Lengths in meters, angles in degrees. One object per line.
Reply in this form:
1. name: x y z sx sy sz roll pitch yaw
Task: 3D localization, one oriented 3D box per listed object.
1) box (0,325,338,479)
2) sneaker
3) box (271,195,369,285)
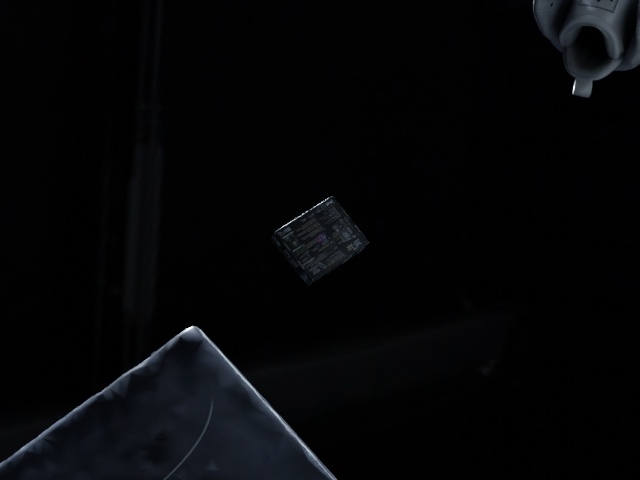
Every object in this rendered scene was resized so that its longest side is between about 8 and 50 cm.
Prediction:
1. box: -0.118 0.407 0.955 0.471 0.480 0.297 -35 -29 -19
2. sneaker: 0.323 -0.320 1.419 0.210 0.137 0.366 -53 -23 -40
3. box: 0.000 0.000 1.490 0.083 0.067 0.018 -34 -11 -27
